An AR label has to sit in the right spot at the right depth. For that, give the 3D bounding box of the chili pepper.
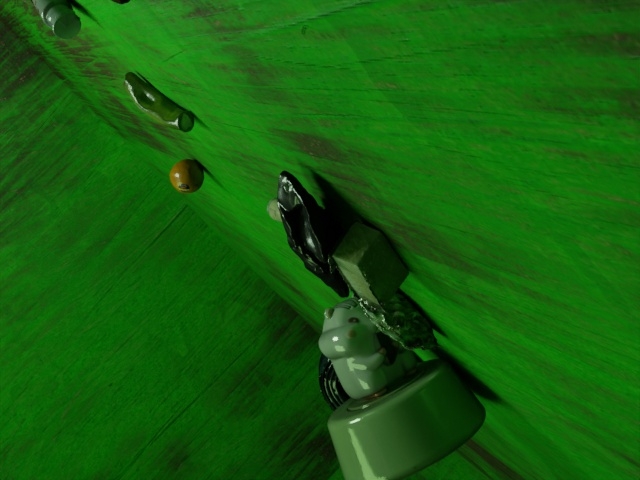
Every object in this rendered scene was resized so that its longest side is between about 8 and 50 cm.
[{"bbox_3d":[-0.299,-0.248,1.595,0.202,0.052,0.050,37,-170,36],"label":"chili pepper"}]

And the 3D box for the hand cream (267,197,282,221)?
[{"bbox_3d":[-0.041,-0.038,1.495,0.143,0.039,0.061,26,159,50],"label":"hand cream"}]

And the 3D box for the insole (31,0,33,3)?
[{"bbox_3d":[-0.572,-0.515,1.549,0.119,0.009,0.348,57,177,29],"label":"insole"}]

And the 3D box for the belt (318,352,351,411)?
[{"bbox_3d":[0.120,0.316,1.930,0.267,0.206,0.116,39,-169,-11],"label":"belt"}]

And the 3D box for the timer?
[{"bbox_3d":[0.111,0.251,1.604,0.315,0.291,0.291,63,171,0],"label":"timer"}]

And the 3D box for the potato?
[{"bbox_3d":[0.066,0.034,1.191,0.061,0.086,0.122,19,157,37],"label":"potato"}]

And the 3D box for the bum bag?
[{"bbox_3d":[0.000,0.000,1.285,0.310,0.074,0.137,52,-163,-70],"label":"bum bag"}]

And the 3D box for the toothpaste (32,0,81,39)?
[{"bbox_3d":[-0.501,-0.446,1.565,0.234,0.057,0.089,51,176,33],"label":"toothpaste"}]

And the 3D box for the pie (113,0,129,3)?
[{"bbox_3d":[-0.251,-0.331,0.926,0.182,0.049,0.182,39,167,11],"label":"pie"}]

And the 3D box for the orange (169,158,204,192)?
[{"bbox_3d":[-0.315,-0.152,2.047,0.083,0.083,0.083,42,172,7],"label":"orange"}]

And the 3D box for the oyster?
[{"bbox_3d":[0.124,0.117,1.424,0.177,0.064,0.125,35,-170,-21],"label":"oyster"}]
